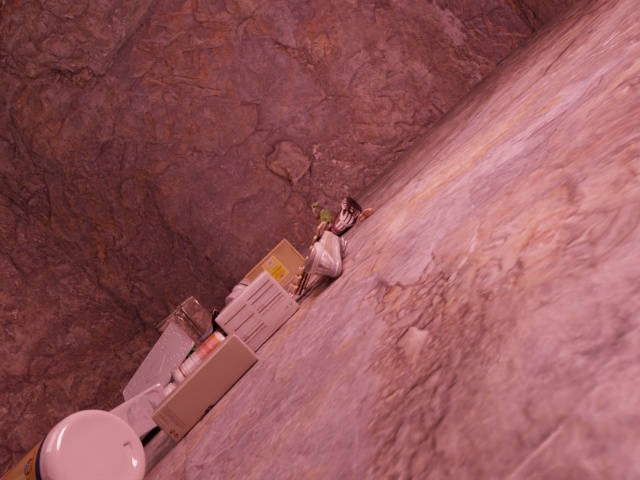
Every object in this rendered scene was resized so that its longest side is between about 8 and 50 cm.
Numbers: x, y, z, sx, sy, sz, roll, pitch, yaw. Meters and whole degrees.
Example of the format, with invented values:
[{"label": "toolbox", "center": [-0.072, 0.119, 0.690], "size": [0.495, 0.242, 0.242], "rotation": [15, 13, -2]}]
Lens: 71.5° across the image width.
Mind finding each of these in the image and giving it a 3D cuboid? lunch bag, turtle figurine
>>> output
[{"label": "lunch bag", "center": [-0.668, 0.475, 2.292], "size": [0.256, 0.305, 0.212], "rotation": [-41, 0, -23]}, {"label": "turtle figurine", "center": [0.059, -0.156, 2.350], "size": [0.275, 0.197, 0.266], "rotation": [-47, 8, -3]}]

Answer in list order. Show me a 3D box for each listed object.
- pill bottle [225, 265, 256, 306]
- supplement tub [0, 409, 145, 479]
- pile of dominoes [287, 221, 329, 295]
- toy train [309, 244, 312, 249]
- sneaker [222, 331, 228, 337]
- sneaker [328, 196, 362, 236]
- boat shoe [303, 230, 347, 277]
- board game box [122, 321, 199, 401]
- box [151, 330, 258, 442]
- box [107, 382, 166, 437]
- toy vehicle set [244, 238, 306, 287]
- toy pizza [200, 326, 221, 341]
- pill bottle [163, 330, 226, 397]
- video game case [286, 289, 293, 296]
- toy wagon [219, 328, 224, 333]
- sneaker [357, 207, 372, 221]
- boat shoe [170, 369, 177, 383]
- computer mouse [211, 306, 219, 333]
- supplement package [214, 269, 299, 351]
[{"label": "pill bottle", "center": [-0.365, 0.269, 2.364], "size": [0.161, 0.161, 0.283], "rotation": [-39, 6, 44]}, {"label": "supplement tub", "center": [-0.569, 0.553, 0.978], "size": [0.316, 0.228, 0.228], "rotation": [-43, 4, 15]}, {"label": "pile of dominoes", "center": [-0.042, 0.052, 1.416], "size": [0.196, 0.040, 0.252], "rotation": [37, -107, -82]}, {"label": "toy train", "center": [0.000, 0.000, 2.523], "size": [0.158, 0.027, 0.036], "rotation": [-43, 15, 0]}, {"label": "sneaker", "center": [-0.323, 0.385, 1.470], "size": [0.208, 0.081, 0.094], "rotation": [-48, -19, 3]}, {"label": "sneaker", "center": [0.095, -0.099, 2.073], "size": [0.162, 0.106, 0.281], "rotation": [-45, 4, 25]}, {"label": "boat shoe", "center": [0.029, 0.047, 1.346], "size": [0.320, 0.102, 0.118], "rotation": [-39, -31, -80]}, {"label": "board game box", "center": [-0.712, 0.580, 1.975], "size": [0.390, 0.050, 0.389], "rotation": [-57, 28, -14]}, {"label": "box", "center": [-0.290, 0.365, 1.136], "size": [0.275, 0.094, 0.113], "rotation": [-44, 4, -13]}, {"label": "box", "center": [-0.648, 0.608, 1.515], "size": [0.231, 0.127, 0.262], "rotation": [-28, -6, -37]}, {"label": "toy vehicle set", "center": [-0.208, 0.140, 2.112], "size": [0.267, 0.166, 0.035], "rotation": [-43, 5, -3]}, {"label": "toy pizza", "center": [-0.482, 0.406, 2.082], "size": [0.201, 0.032, 0.201], "rotation": [-43, 5, 4]}, {"label": "pill bottle", "center": [-0.327, 0.371, 1.246], "size": [0.216, 0.121, 0.121], "rotation": [-45, 4, -14]}, {"label": "video game case", "center": [-0.146, 0.228, 1.657], "size": [0.143, 0.019, 0.157], "rotation": [-47, 6, -36]}, {"label": "toy wagon", "center": [-0.442, 0.446, 1.977], "size": [0.267, 0.068, 0.344], "rotation": [-43, 3, 2]}, {"label": "sneaker", "center": [0.184, -0.111, 1.805], "size": [0.083, 0.032, 0.037], "rotation": [-39, 6, 44]}, {"label": "boat shoe", "center": [-0.475, 0.519, 1.583], "size": [0.319, 0.116, 0.099], "rotation": [159, 115, -63]}, {"label": "computer mouse", "center": [-0.338, 0.327, 1.365], "size": [0.071, 0.041, 0.243], "rotation": [102, 169, -73]}, {"label": "supplement package", "center": [-0.195, 0.213, 1.385], "size": [0.204, 0.145, 0.262], "rotation": [-44, 3, -7]}]
